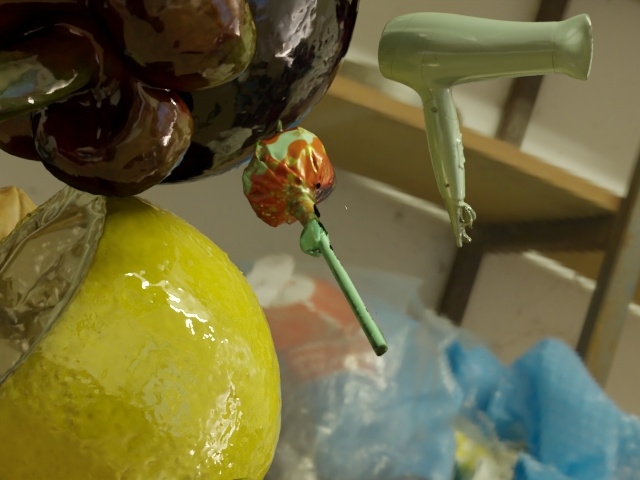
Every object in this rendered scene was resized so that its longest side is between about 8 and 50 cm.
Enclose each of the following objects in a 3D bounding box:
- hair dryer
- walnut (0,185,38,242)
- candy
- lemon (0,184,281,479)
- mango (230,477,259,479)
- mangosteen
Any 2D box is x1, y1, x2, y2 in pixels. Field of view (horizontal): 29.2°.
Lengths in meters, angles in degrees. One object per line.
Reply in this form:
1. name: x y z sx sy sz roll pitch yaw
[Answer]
1. hair dryer: 0.162 -0.107 1.219 0.206 0.237 0.075 5 16 19
2. walnut: -0.426 0.122 1.405 0.354 0.397 0.308 31 -11 -32
3. candy: 0.000 0.000 0.618 0.049 0.055 0.184 12 28 -26
4. lemon: -0.192 0.145 1.165 0.364 0.364 0.364 18 -7 2
5. mango: -0.111 0.222 0.848 0.066 0.187 0.101 49 -19 17
6. mangosteen: -0.165 -0.216 1.030 0.382 0.382 0.435 17 19 11
